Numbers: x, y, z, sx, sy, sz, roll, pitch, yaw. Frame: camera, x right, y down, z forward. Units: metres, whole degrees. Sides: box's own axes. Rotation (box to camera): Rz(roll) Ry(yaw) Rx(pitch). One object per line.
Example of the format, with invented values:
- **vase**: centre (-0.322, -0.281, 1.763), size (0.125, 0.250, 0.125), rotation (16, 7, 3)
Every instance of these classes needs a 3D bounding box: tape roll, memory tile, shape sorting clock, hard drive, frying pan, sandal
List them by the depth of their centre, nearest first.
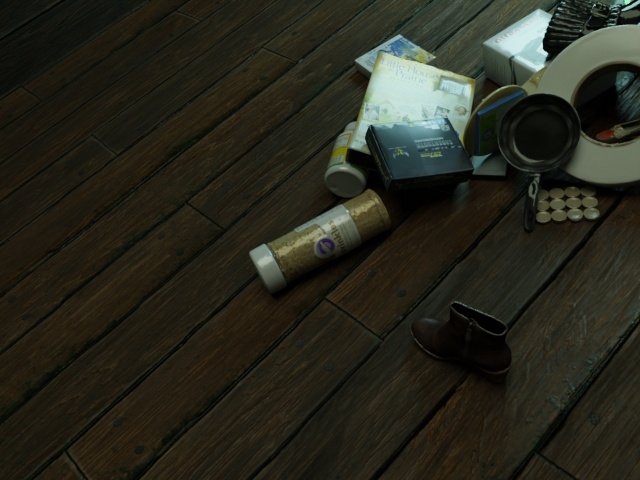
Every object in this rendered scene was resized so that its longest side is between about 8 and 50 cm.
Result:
- **tape roll**: centre (0.717, -0.322, 1.588), size (0.392, 0.072, 0.392), rotation (-2, 85, 27)
- **frying pan**: centre (0.552, -0.201, 1.597), size (0.197, 0.053, 0.326), rotation (-20, 77, 26)
- **memory tile**: centre (0.601, -0.087, 1.606), size (0.148, 0.012, 0.113), rotation (-4, 49, 16)
- **shape sorting clock**: centre (0.449, -0.305, 1.680), size (0.206, 0.206, 0.040), rotation (-31, 49, -10)
- **sandal**: centre (0.521, -0.372, 1.746), size (0.240, 0.079, 0.088), rotation (-50, 49, 23)
- **hard drive**: centre (0.457, -0.217, 1.758), size (0.094, 0.022, 0.135), rotation (4, 52, 21)

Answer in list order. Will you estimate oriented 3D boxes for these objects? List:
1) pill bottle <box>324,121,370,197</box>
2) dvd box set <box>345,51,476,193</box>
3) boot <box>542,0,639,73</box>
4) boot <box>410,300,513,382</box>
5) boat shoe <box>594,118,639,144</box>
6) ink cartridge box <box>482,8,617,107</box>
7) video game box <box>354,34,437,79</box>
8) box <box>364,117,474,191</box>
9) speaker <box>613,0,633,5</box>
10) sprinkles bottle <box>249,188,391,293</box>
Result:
- **pill bottle**: centre (0.088, -0.230, 1.826), size (0.117, 0.118, 0.208), rotation (1, 51, 19)
- **dvd box set**: centre (0.260, -0.340, 1.829), size (0.307, 0.062, 0.420), rotation (16, 54, 0)
- **boot**: centre (0.776, -0.604, 1.739), size (0.260, 0.131, 0.348), rotation (28, 65, 32)
- **boot**: centre (0.281, 0.179, 1.347), size (0.248, 0.207, 0.090), rotation (27, 63, 34)
- **boat shoe**: centre (0.780, -0.283, 1.696), size (0.137, 0.043, 0.049), rotation (-12, 50, 10)
- **ink cartridge box**: centre (0.649, -0.509, 1.874), size (0.223, 0.129, 0.307), rotation (-33, 49, -10)
- **video game box**: centre (0.241, -0.572, 2.120), size (0.187, 0.048, 0.205), rotation (-34, 49, -9)
- **box**: centre (0.250, -0.221, 1.669), size (0.232, 0.059, 0.183), rotation (-8, 59, -16)
- **speaker**: centre (0.931, -0.604, 1.869), size (0.131, 0.131, 0.297), rotation (-8, 48, 11)
- **sprinkles bottle**: centre (0.000, 0.000, 1.653), size (0.355, 0.121, 0.121), rotation (-29, 48, -8)
